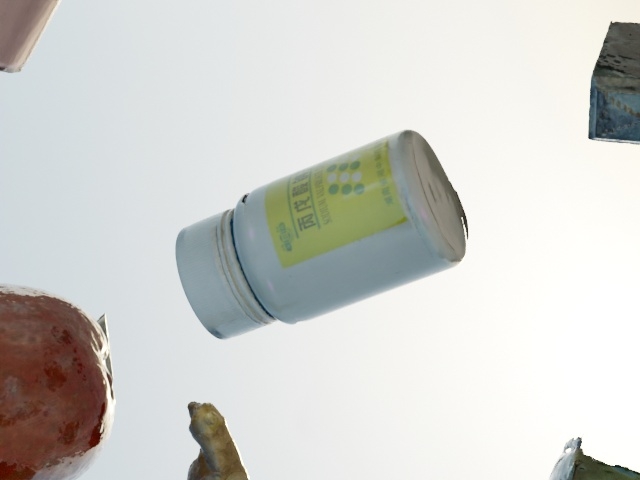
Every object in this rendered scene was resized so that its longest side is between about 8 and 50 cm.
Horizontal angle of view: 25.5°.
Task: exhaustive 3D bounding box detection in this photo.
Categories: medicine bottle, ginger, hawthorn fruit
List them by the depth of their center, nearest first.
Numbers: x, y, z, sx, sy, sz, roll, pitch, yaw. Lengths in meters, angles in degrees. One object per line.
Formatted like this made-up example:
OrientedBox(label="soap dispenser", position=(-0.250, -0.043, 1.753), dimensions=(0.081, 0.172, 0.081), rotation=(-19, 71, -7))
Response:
OrientedBox(label="medicine bottle", position=(0.000, 0.000, 1.366), dimensions=(0.143, 0.258, 0.143), rotation=(54, -157, -36))
OrientedBox(label="hawthorn fruit", position=(-0.366, 0.177, 1.581), dimensions=(0.284, 0.284, 0.284), rotation=(49, -160, -24))
OrientedBox(label="ginger", position=(-0.126, 0.264, 1.664), dimensions=(0.067, 0.096, 0.165), rotation=(-17, -81, -29))

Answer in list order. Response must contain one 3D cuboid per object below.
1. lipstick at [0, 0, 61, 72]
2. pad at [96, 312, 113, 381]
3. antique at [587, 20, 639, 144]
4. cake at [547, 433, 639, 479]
OrientedBox(label="lipstick", position=(-0.106, -0.241, 0.682), dimensions=(0.087, 0.327, 0.087), rotation=(30, -165, -9))
OrientedBox(label="pad", position=(-0.361, 0.221, 1.893), dimensions=(0.004, 0.243, 0.163), rotation=(30, 145, 21))
OrientedBox(label="antique", position=(0.375, -0.187, 1.697), dimensions=(0.183, 0.086, 0.088), rotation=(-59, -30, -53))
OrientedBox(label="cake", position=(0.245, 0.251, 0.882), dimensions=(0.283, 0.158, 0.172), rotation=(22, 165, -1))
